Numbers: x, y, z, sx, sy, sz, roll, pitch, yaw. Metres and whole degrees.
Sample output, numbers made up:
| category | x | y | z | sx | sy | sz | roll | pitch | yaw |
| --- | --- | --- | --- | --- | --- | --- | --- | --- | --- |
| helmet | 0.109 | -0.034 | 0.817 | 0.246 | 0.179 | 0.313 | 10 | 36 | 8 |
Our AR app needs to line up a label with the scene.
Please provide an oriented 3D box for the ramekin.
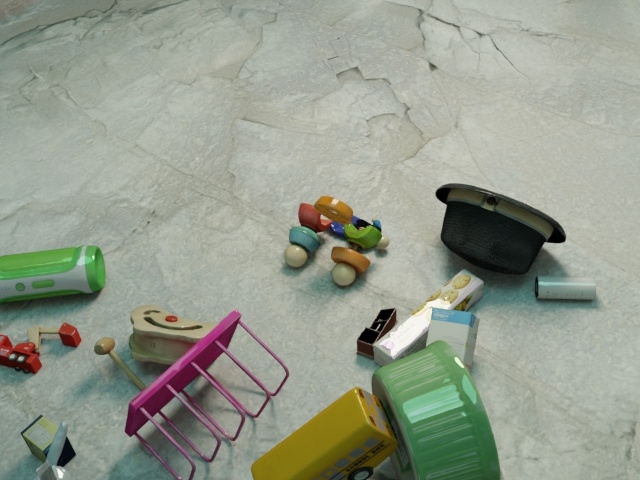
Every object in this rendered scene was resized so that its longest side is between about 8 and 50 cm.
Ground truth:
| category | x | y | z | sx | sy | sz | roll | pitch | yaw |
| --- | --- | --- | --- | --- | --- | --- | --- | --- | --- |
| ramekin | 0.208 | 0.356 | 1.562 | 0.148 | 0.303 | 0.303 | -16 | 45 | -9 |

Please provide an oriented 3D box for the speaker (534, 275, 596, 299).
| category | x | y | z | sx | sy | sz | roll | pitch | yaw |
| --- | --- | --- | --- | --- | --- | --- | --- | --- | --- |
| speaker | 0.583 | 0.113 | 1.952 | 0.136 | 0.055 | 0.055 | 0 | 44 | 7 |

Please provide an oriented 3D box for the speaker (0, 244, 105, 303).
| category | x | y | z | sx | sy | sz | roll | pitch | yaw |
| --- | --- | --- | --- | --- | --- | --- | --- | --- | --- |
| speaker | -0.698 | 0.085 | 2.051 | 0.296 | 0.131 | 0.131 | -7 | 44 | -2 |

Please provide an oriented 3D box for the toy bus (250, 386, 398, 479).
| category | x | y | z | sx | sy | sz | roll | pitch | yaw |
| --- | --- | --- | --- | --- | --- | --- | --- | --- | --- |
| toy bus | -0.012 | 0.421 | 1.536 | 0.332 | 0.130 | 0.108 | -40 | 45 | 15 |

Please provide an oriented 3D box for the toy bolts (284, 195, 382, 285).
| category | x | y | z | sx | sy | sz | roll | pitch | yaw |
| --- | --- | --- | --- | --- | --- | --- | --- | --- | --- |
| toy bolts | 0.000 | 0.000 | 2.037 | 0.228 | 0.218 | 0.158 | 14 | 71 | 39 |

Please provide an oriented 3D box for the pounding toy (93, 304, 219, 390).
| category | x | y | z | sx | sy | sz | roll | pitch | yaw |
| --- | --- | --- | --- | --- | --- | --- | --- | --- | --- |
| pounding toy | -0.371 | 0.248 | 1.895 | 0.269 | 0.155 | 0.154 | 8 | 16 | 1 |

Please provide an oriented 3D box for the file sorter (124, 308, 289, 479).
| category | x | y | z | sx | sy | sz | roll | pitch | yaw |
| --- | --- | --- | --- | --- | --- | --- | --- | --- | --- |
| file sorter | -0.228 | 0.329 | 1.686 | 0.182 | 0.202 | 0.290 | 43 | 59 | 10 |

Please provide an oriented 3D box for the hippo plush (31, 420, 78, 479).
| category | x | y | z | sx | sy | sz | roll | pitch | yaw |
| --- | --- | --- | --- | --- | --- | --- | --- | --- | --- |
| hippo plush | -0.549 | 0.530 | 1.490 | 0.236 | 0.294 | 0.234 | -11 | 28 | 9 |

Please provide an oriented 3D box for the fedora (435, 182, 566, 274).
| category | x | y | z | sx | sy | sz | roll | pitch | yaw |
| --- | --- | --- | --- | --- | --- | --- | --- | --- | --- |
| fedora | 0.417 | -0.012 | 2.000 | 0.334 | 0.334 | 0.152 | 21 | 84 | 25 |

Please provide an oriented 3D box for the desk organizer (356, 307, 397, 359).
| category | x | y | z | sx | sy | sz | roll | pitch | yaw |
| --- | --- | --- | --- | --- | --- | --- | --- | --- | --- |
| desk organizer | 0.131 | 0.208 | 1.900 | 0.047 | 0.050 | 0.130 | 18 | 49 | 22 |

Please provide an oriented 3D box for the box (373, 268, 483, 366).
| category | x | y | z | sx | sy | sz | roll | pitch | yaw |
| --- | --- | --- | --- | --- | --- | --- | --- | --- | --- |
| box | 0.255 | 0.185 | 1.903 | 0.324 | 0.063 | 0.067 | -35 | 51 | -28 |

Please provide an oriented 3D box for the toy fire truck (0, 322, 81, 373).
| category | x | y | z | sx | sy | sz | roll | pitch | yaw |
| --- | --- | --- | --- | --- | --- | --- | --- | --- | --- |
| toy fire truck | -0.682 | 0.245 | 1.940 | 0.192 | 0.047 | 0.135 | 11 | 46 | 17 |

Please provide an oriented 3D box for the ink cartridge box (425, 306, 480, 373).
| category | x | y | z | sx | sy | sz | roll | pitch | yaw |
| --- | --- | --- | --- | --- | --- | --- | --- | --- | --- |
| ink cartridge box | 0.286 | 0.228 | 1.798 | 0.090 | 0.092 | 0.143 | 8 | 79 | 25 |

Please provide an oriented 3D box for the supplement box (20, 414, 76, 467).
| category | x | y | z | sx | sy | sz | roll | pitch | yaw |
| --- | --- | --- | --- | --- | --- | --- | --- | --- | --- |
| supplement box | -0.570 | 0.425 | 1.718 | 0.083 | 0.083 | 0.056 | 27 | 52 | 28 |

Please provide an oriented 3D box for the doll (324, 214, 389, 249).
| category | x | y | z | sx | sy | sz | roll | pitch | yaw |
| --- | --- | --- | --- | --- | --- | --- | --- | --- | --- |
| doll | 0.098 | -0.021 | 2.142 | 0.189 | 0.046 | 0.129 | 25 | 61 | 29 |
